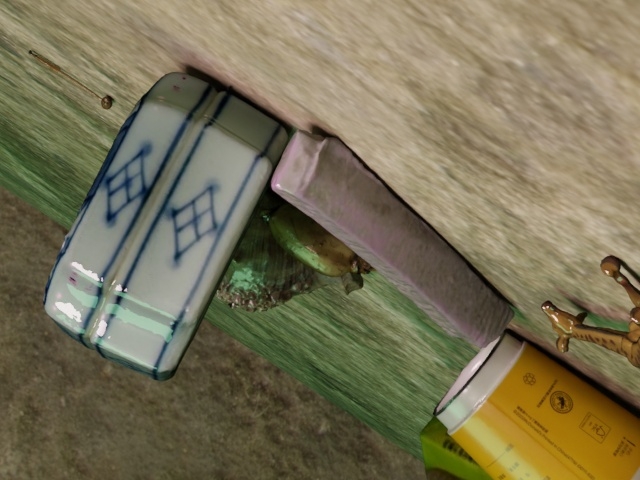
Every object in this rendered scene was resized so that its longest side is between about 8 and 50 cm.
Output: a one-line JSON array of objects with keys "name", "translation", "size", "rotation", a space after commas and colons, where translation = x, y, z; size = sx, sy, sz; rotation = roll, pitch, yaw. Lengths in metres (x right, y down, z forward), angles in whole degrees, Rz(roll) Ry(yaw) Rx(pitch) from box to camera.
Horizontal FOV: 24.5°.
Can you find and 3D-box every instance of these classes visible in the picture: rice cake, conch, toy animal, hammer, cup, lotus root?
[{"name": "rice cake", "translation": [0.076, 0.003, 1.478], "size": [0.056, 0.073, 0.365], "rotation": [17, 164, 48]}, {"name": "conch", "translation": [-0.060, 0.010, 1.801], "size": [0.245, 0.163, 0.178], "rotation": [19, -152, -20]}, {"name": "toy animal", "translation": [0.281, 0.084, 1.302], "size": [0.149, 0.054, 0.275], "rotation": [34, 170, 2]}, {"name": "hammer", "translation": [-0.305, -0.198, 1.800], "size": [0.123, 0.014, 0.029], "rotation": [34, 161, 5]}, {"name": "cup", "translation": [0.275, 0.239, 1.689], "size": [0.279, 0.196, 0.196], "rotation": [39, 170, 3]}, {"name": "lotus root", "translation": [0.000, 0.000, 1.681], "size": [0.152, 0.063, 0.072], "rotation": [29, -153, 2]}]

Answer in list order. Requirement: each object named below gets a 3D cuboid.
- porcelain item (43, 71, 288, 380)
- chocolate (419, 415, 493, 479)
[{"name": "porcelain item", "translation": [-0.158, -0.013, 1.488], "size": [0.157, 0.286, 0.281], "rotation": [27, 172, -1]}, {"name": "chocolate", "translation": [0.287, 0.392, 2.112], "size": [0.289, 0.137, 0.301], "rotation": [22, 133, 46]}]
